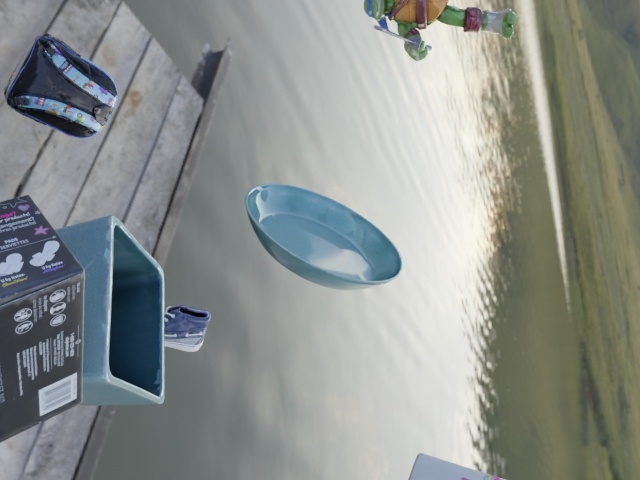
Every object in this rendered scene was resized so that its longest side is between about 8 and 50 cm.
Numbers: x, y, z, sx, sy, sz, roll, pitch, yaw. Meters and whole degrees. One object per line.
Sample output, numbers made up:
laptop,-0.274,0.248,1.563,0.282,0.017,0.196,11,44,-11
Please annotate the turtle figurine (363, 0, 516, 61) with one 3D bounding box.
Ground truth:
turtle figurine,0.211,-0.426,1.006,0.275,0.266,0.198,78,11,-75

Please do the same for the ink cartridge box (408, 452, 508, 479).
ink cartridge box,0.132,0.226,0.456,0.052,0.122,0.089,-56,139,-34

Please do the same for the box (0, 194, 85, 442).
box,-0.366,0.098,0.638,0.163,0.142,0.247,-24,147,-40

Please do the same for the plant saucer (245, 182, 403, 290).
plant saucer,0.000,0.000,0.402,0.021,0.119,0.119,-64,167,24

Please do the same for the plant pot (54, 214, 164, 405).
plant pot,-0.406,0.134,0.911,0.248,0.252,0.247,80,2,-67

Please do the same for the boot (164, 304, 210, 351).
boot,-0.318,0.162,1.149,0.086,0.189,0.069,-67,-152,22

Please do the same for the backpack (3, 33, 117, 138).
backpack,-0.489,-0.287,1.105,0.173,0.117,0.158,28,91,-36
